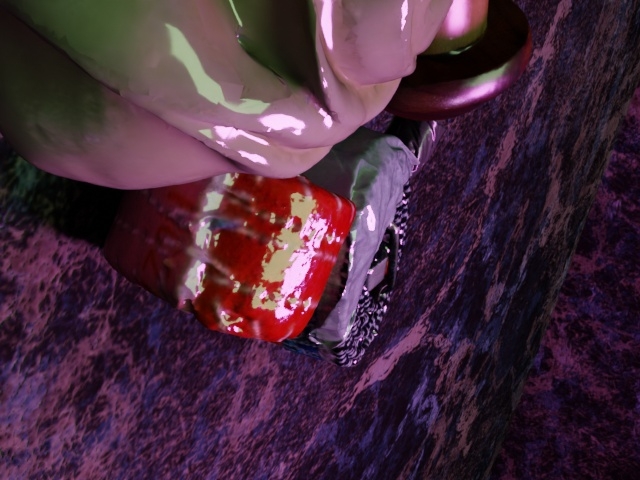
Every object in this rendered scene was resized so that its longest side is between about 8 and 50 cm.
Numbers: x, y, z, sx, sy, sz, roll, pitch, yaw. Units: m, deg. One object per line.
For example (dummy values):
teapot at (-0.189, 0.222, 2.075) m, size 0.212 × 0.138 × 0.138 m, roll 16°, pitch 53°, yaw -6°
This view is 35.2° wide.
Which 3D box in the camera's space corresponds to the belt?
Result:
belt at (0.000, 0.000, 0.957) m, size 0.258 × 0.150 × 0.207 m, roll 88°, pitch 23°, yaw -50°

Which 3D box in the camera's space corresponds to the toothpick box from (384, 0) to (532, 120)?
toothpick box at (0.097, -0.250, 0.906) m, size 0.192 × 0.192 × 0.294 m, roll -49°, pitch 147°, yaw -36°

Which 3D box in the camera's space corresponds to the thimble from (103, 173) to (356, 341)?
thimble at (-0.069, -0.010, 0.760) m, size 0.125 × 0.163 × 0.189 m, roll -66°, pitch -159°, yaw 3°

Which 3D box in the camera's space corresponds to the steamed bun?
steamed bun at (-0.042, -0.187, 0.557) m, size 0.368 × 0.255 × 0.342 m, roll -66°, pitch 160°, yaw 3°

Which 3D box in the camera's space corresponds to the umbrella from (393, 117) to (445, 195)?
umbrella at (0.104, -0.102, 1.229) m, size 0.236 × 0.059 × 0.066 m, roll -63°, pitch 175°, yaw -5°
